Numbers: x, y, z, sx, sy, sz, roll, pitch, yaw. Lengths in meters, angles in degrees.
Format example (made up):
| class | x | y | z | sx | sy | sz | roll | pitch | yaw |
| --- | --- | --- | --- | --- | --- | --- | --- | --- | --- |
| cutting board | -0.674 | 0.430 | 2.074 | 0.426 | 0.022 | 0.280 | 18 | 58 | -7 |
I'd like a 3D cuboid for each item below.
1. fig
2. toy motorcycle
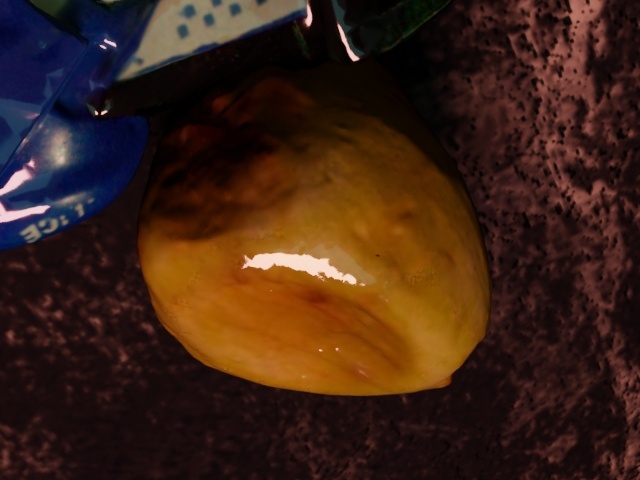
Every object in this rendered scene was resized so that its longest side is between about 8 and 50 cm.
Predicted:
| class | x | y | z | sx | sy | sz | roll | pitch | yaw |
| --- | --- | --- | --- | --- | --- | --- | --- | --- | --- |
| fig | 0.000 | 0.000 | 0.575 | 0.165 | 0.154 | 0.144 | 40 | 123 | 9 |
| toy motorcycle | -0.107 | -0.065 | 0.471 | 0.331 | 0.125 | 0.196 | -28 | 116 | -11 |
